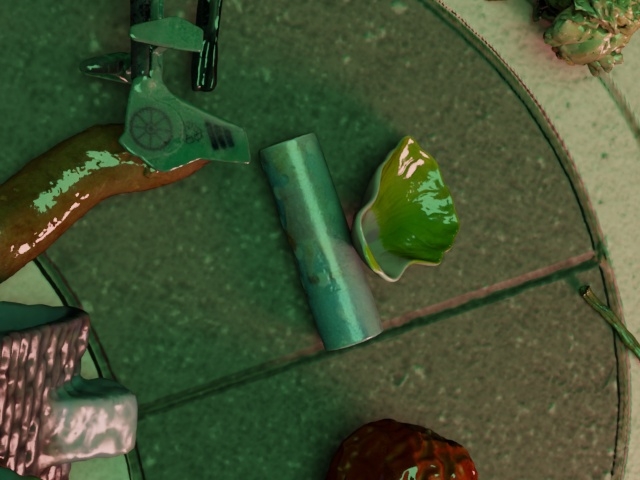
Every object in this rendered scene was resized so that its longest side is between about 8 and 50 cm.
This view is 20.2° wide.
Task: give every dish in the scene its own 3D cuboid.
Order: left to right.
[{"bbox_3d":[0.051,-0.014,1.331,0.091,0.039,0.137,61,38,-14],"label":"dish"}]

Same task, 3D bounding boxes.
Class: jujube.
[{"bbox_3d":[0.045,0.219,1.317,0.112,0.109,0.176,23,92,22],"label":"jujube"}]

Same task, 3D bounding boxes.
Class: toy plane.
[{"bbox_3d":[-0.120,-0.235,1.262,0.155,0.106,0.381,5,76,-27],"label":"toy plane"}]

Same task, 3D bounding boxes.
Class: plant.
[{"bbox_3d":[0.186,-0.187,1.359,0.122,0.116,0.104,16,71,5],"label":"plant"}]

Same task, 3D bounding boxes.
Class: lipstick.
[{"bbox_3d":[0.000,0.000,1.330,0.048,0.048,0.158,-20,95,-15],"label":"lipstick"}]

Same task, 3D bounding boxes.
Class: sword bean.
[{"bbox_3d":[0.233,0.067,1.415,0.012,0.012,0.083,-44,100,-12],"label":"sword bean"}]

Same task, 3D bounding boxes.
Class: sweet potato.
[{"bbox_3d":[-0.211,-0.016,1.264,0.281,0.059,0.067,-30,89,-15],"label":"sweet potato"}]

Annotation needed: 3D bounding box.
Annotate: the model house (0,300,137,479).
[{"bbox_3d":[-0.258,0.220,1.150,0.339,0.297,0.360,1,99,-48],"label":"model house"}]
